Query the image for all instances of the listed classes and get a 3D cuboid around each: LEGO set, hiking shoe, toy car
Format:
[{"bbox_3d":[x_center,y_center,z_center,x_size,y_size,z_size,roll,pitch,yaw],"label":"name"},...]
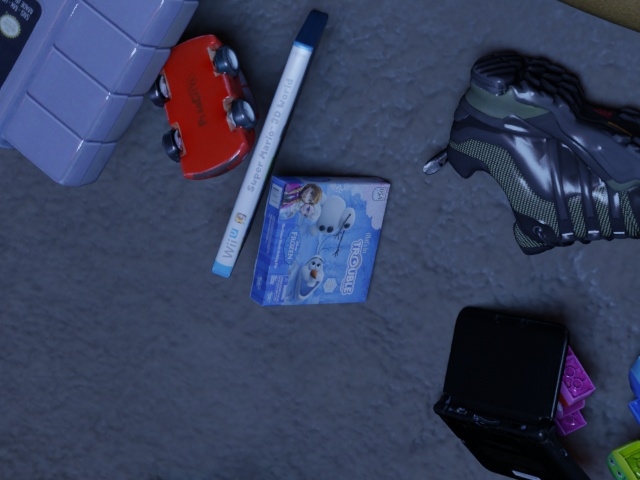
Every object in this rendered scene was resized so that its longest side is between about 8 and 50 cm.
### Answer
[{"bbox_3d":[0.234,0.165,1.348,0.087,0.093,0.227,-24,70,-18],"label":"LEGO set"},{"bbox_3d":[0.186,-0.032,1.318,0.227,0.086,0.114,32,122,7],"label":"hiking shoe"},{"bbox_3d":[-0.078,-0.176,1.314,0.239,0.053,0.225,37,93,31],"label":"toy car"}]

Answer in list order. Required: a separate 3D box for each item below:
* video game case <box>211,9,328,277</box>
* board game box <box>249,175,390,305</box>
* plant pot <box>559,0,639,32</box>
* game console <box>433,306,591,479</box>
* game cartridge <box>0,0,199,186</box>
[{"bbox_3d":[-0.033,-0.067,1.320,0.015,0.119,0.166,20,108,-1],"label":"video game case"},{"bbox_3d":[0.000,0.000,1.355,0.020,0.090,0.090,31,116,49],"label":"board game box"},{"bbox_3d":[0.164,-0.243,1.196,0.254,0.237,0.237,38,109,-14],"label":"plant pot"},{"bbox_3d":[0.142,0.112,1.350,0.071,0.122,0.107,-50,118,-19],"label":"game console"},{"bbox_3d":[-0.235,-0.222,1.293,0.355,0.068,0.230,39,105,20],"label":"game cartridge"}]
